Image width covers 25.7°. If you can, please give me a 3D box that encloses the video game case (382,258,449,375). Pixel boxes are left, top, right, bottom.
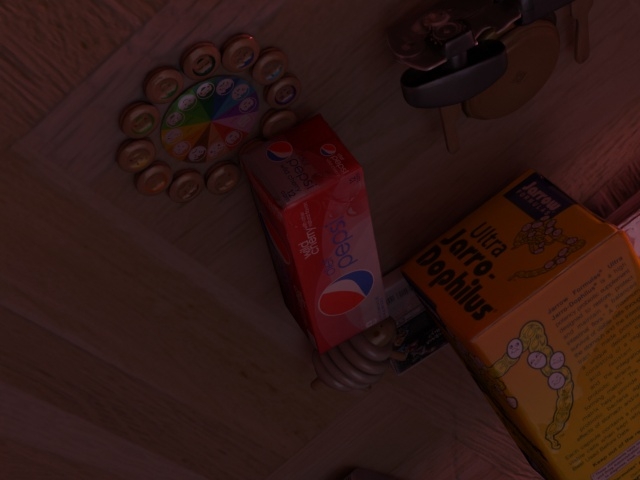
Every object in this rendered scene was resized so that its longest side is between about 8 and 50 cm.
[{"bbox_3d":[0.147,0.061,1.633,0.190,0.022,0.173,-32,142,-7],"label":"video game case"}]

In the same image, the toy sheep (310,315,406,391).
[{"bbox_3d":[0.036,0.129,1.568,0.091,0.091,0.132,16,125,-46],"label":"toy sheep"}]

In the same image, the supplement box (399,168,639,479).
[{"bbox_3d":[0.279,0.134,1.556,0.195,0.194,0.356,-37,119,-3],"label":"supplement box"}]

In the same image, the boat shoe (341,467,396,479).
[{"bbox_3d":[0.108,0.399,1.888,0.105,0.113,0.306,-42,140,18],"label":"boat shoe"}]

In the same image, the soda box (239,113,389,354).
[{"bbox_3d":[0.000,0.000,1.393,0.092,0.083,0.263,-28,146,-10],"label":"soda box"}]

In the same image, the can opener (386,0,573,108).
[{"bbox_3d":[0.191,-0.218,1.324,0.283,0.076,0.095,-28,134,-13],"label":"can opener"}]

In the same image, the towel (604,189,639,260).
[{"bbox_3d":[0.415,0.098,1.728,0.317,0.053,0.332,-37,120,3],"label":"towel"}]

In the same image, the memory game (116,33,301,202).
[{"bbox_3d":[-0.099,-0.106,1.274,0.186,0.012,0.186,-22,141,-19],"label":"memory game"}]

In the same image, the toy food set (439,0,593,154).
[{"bbox_3d":[0.187,-0.178,1.407,0.192,0.038,0.132,-35,150,-11],"label":"toy food set"}]
